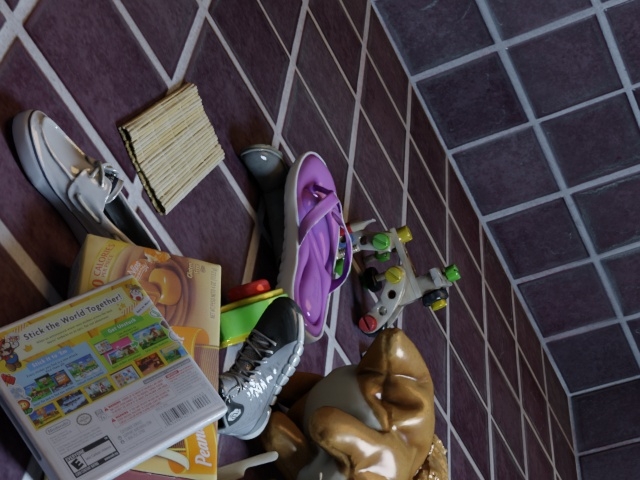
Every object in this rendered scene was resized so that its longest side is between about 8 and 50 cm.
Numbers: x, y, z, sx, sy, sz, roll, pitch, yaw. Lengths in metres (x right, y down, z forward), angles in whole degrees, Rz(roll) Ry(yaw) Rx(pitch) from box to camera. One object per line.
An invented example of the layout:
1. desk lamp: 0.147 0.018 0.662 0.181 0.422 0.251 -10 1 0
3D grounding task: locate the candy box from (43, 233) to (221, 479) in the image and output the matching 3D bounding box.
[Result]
1. candy box: -0.221 0.156 1.363 0.183 0.087 0.316 14 49 -20

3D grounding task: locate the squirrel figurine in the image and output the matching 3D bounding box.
1. squirrel figurine: 0.065 0.408 1.775 0.397 0.281 0.370 54 32 -34

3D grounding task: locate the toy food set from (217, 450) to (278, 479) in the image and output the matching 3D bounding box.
1. toy food set: -0.087 0.401 1.573 0.038 0.132 0.192 126 -55 -85

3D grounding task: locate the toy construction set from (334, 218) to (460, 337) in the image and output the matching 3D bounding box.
1. toy construction set: 0.153 0.041 2.378 0.309 0.237 0.257 45 32 -51

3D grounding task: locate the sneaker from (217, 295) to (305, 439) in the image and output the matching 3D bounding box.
1. sneaker: -0.106 0.189 1.659 0.132 0.086 0.229 13 97 -56

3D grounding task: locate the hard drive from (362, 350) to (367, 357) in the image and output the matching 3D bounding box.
1. hard drive: 0.166 0.400 2.379 0.203 0.040 0.307 36 39 -58

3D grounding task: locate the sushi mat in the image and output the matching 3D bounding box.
1. sushi mat: -0.236 -0.158 1.845 0.151 0.019 0.316 67 20 -15

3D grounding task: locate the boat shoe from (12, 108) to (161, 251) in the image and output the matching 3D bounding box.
1. boat shoe: -0.301 -0.064 1.477 0.267 0.088 0.096 63 21 -23

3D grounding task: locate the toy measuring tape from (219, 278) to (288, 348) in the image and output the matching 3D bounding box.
1. toy measuring tape: -0.121 0.125 1.751 0.330 0.121 0.121 -12 83 -70

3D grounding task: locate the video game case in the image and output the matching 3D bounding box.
1. video game case: -0.246 0.157 1.261 0.227 0.026 0.206 -25 71 -42

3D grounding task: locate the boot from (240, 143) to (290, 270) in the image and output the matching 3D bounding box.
1. boot: -0.086 -0.057 2.099 0.189 0.076 0.208 38 44 -54

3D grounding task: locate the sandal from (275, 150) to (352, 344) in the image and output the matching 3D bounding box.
1. sandal: 0.008 0.008 2.047 0.169 0.102 0.416 49 35 -43
